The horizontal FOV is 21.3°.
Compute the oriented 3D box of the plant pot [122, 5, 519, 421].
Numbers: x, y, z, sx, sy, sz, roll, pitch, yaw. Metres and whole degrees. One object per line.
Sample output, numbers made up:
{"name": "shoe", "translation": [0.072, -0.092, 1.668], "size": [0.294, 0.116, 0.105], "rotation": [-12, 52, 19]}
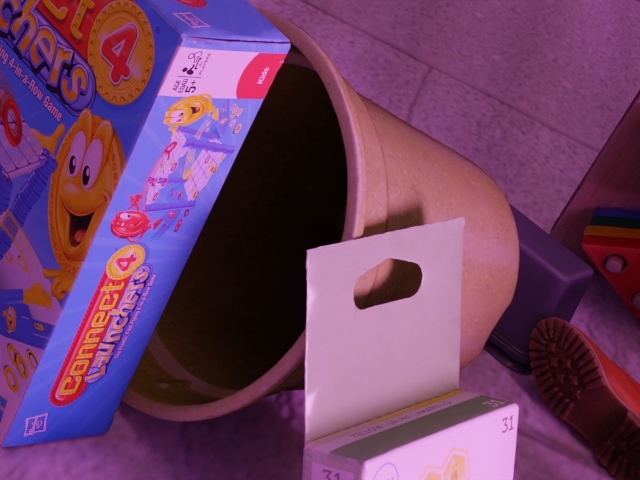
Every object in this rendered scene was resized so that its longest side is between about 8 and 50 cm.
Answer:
{"name": "plant pot", "translation": [0.000, 0.000, 1.203], "size": [0.254, 0.276, 0.276], "rotation": [14, 28, -48]}

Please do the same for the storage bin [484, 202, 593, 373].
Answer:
{"name": "storage bin", "translation": [0.157, 0.034, 1.438], "size": [0.135, 0.091, 0.098], "rotation": [39, 29, 25]}

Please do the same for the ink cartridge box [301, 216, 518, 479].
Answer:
{"name": "ink cartridge box", "translation": [0.057, 0.114, 1.051], "size": [0.056, 0.235, 0.171], "rotation": [13, 15, 36]}

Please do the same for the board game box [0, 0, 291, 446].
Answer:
{"name": "board game box", "translation": [-0.195, -0.083, 1.087], "size": [0.086, 0.302, 0.308], "rotation": [-4, 40, -46]}

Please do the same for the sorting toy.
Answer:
{"name": "sorting toy", "translation": [0.362, -0.006, 1.535], "size": [0.255, 0.257, 0.089], "rotation": [28, 43, 1]}

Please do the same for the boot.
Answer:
{"name": "boot", "translation": [0.233, 0.127, 1.377], "size": [0.084, 0.059, 0.158], "rotation": [-6, 55, -52]}
